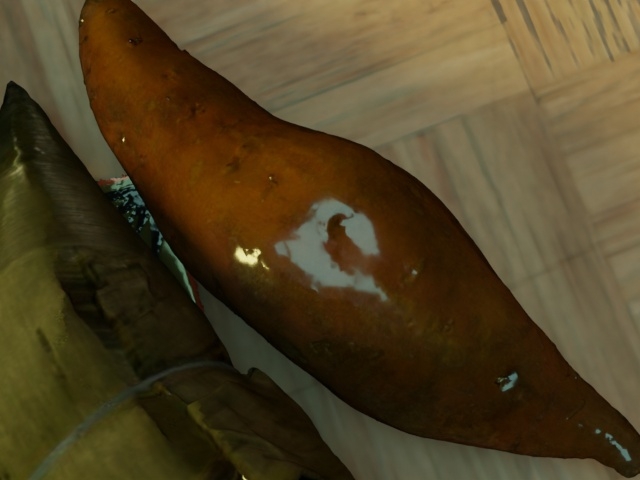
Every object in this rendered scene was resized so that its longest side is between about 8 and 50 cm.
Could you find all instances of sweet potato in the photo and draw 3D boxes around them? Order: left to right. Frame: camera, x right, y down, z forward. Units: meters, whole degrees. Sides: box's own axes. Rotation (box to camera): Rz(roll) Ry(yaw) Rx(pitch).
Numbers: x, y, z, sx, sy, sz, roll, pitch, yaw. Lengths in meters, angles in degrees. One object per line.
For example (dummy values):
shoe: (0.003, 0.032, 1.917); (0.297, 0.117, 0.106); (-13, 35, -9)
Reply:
sweet potato: (0.003, 0.004, 0.584); (0.359, 0.112, 0.112); (36, 85, 7)

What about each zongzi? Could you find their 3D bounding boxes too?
zongzi: (-0.159, 0.133, 0.555); (0.323, 0.160, 0.360); (-43, 60, 5)

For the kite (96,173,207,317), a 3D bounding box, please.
kite: (-0.169, 0.099, 0.629); (0.377, 0.013, 0.327); (31, 84, 10)
